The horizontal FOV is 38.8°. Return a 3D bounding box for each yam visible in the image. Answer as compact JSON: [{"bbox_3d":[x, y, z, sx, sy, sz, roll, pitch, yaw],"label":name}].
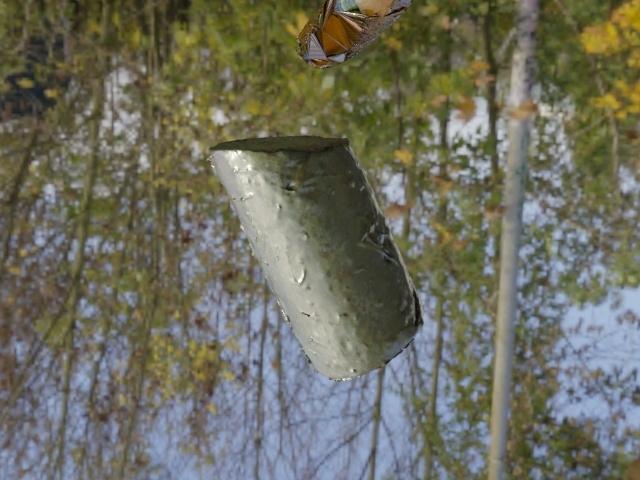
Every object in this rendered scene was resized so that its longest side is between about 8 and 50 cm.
[{"bbox_3d":[0.000,0.000,1.074,0.168,0.304,0.168,-23,-168,5],"label":"yam"}]

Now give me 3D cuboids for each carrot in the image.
[{"bbox_3d":[0.030,-0.210,0.837,0.068,0.069,0.228,-2,174,-16],"label":"carrot"}]
